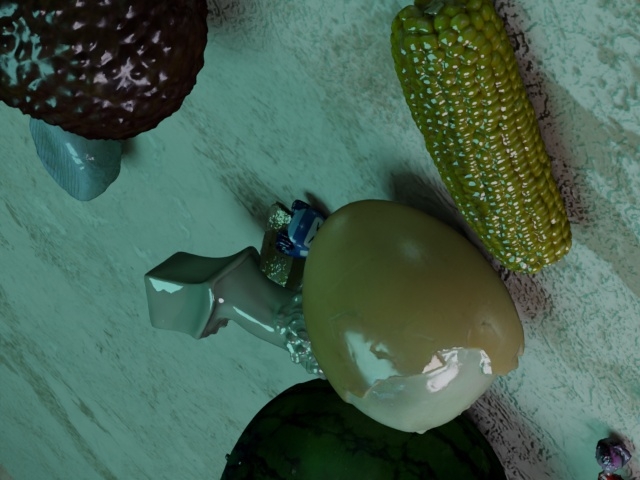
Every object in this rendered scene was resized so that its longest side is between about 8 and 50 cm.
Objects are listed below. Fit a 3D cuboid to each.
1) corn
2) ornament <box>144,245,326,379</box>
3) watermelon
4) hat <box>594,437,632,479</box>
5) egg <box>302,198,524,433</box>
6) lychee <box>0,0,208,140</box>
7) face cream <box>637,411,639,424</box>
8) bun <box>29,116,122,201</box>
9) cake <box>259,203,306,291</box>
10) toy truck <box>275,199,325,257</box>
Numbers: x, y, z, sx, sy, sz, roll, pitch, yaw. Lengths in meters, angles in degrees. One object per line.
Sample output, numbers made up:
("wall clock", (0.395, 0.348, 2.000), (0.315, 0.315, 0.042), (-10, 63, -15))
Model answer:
("corn", (0.135, -0.097, 1.395), (0.101, 0.101, 0.310), (20, 147, 41))
("ornament", (-0.060, 0.075, 1.825), (0.285, 0.130, 0.120), (12, 122, 9))
("watermelon", (0.050, 0.317, 1.894), (0.363, 0.363, 0.363), (34, 153, 20))
("hat", (0.322, 0.314, 1.737), (0.129, 0.140, 0.227), (2, 120, 42))
("egg", (0.083, 0.072, 1.617), (0.244, 0.201, 0.201), (58, 154, -2))
("lychee", (-0.223, -0.221, 1.573), (0.260, 0.260, 0.260), (34, 153, 20))
("face cream", (0.359, 0.183, 1.565), (0.130, 0.034, 0.034), (13, 141, 47))
("bun", (-0.297, -0.120, 2.023), (0.141, 0.083, 0.141), (40, 151, 28))
("cake", (-0.045, 0.015, 1.888), (0.052, 0.065, 0.121), (29, 145, 23))
("toy truck", (0.000, 0.000, 1.802), (0.090, 0.056, 0.073), (23, 168, 7))
